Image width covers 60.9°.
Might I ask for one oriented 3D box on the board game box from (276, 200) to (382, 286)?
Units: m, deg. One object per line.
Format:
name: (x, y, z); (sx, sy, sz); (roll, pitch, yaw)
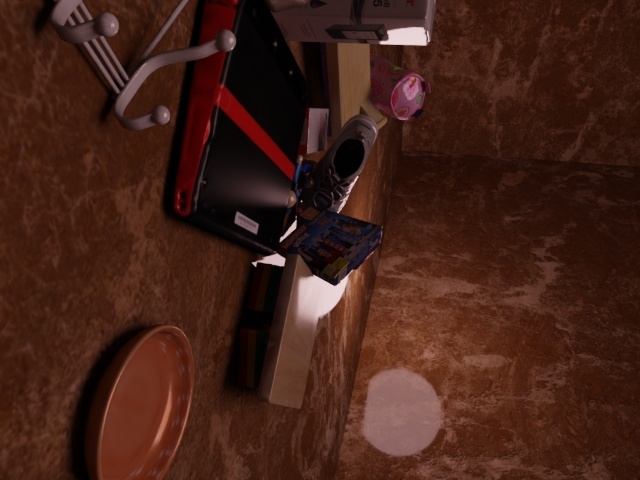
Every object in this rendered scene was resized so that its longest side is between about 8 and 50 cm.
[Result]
board game box: (0.000, 0.000, 1.166); (0.194, 0.194, 0.060); (-43, 151, -39)

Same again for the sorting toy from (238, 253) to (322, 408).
sorting toy: (-0.080, 0.180, 1.044); (0.257, 0.089, 0.255); (63, 35, -68)

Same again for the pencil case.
pencil case: (0.155, -0.409, 1.403); (0.284, 0.124, 0.124); (45, -33, 46)

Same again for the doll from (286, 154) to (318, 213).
doll: (-0.051, -0.115, 1.112); (0.189, 0.046, 0.129); (-61, 168, -61)

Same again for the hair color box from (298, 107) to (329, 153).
hair color box: (-0.027, -0.235, 1.156); (0.167, 0.053, 0.093); (-39, 134, -70)

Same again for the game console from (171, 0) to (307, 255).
game console: (-0.109, -0.165, 0.850); (0.386, 0.060, 0.342); (36, 65, -75)

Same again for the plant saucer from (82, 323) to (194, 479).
plant saucer: (-0.205, 0.193, 0.619); (0.200, 0.037, 0.199); (7, 90, -76)

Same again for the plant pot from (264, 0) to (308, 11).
plant pot: (0.016, -0.453, 0.700); (0.263, 0.229, 0.263); (-8, 90, -83)

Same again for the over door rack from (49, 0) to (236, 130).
over door rack: (-0.143, -0.298, 0.487); (0.239, 0.108, 0.324); (75, 25, -61)

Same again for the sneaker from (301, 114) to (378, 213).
sneaker: (0.027, -0.142, 1.197); (0.115, 0.105, 0.281); (-68, -177, -63)

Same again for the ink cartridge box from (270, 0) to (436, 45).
ink cartridge box: (0.061, -0.453, 0.932); (0.115, 0.273, 0.198); (15, 81, -77)

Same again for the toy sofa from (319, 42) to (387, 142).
toy sofa: (0.038, -0.403, 1.220); (0.150, 0.177, 0.362); (-43, 145, -32)
